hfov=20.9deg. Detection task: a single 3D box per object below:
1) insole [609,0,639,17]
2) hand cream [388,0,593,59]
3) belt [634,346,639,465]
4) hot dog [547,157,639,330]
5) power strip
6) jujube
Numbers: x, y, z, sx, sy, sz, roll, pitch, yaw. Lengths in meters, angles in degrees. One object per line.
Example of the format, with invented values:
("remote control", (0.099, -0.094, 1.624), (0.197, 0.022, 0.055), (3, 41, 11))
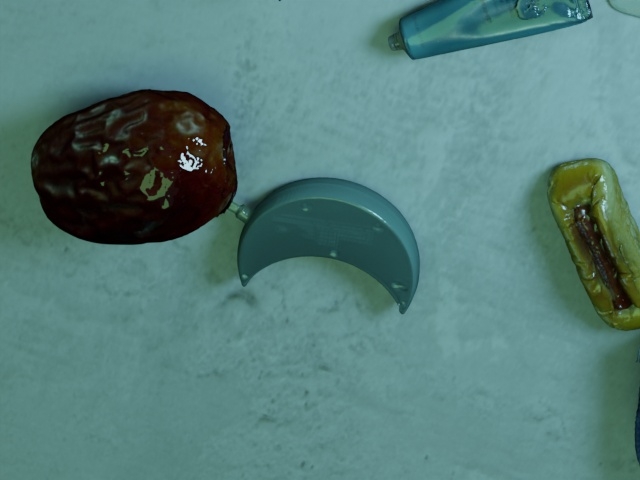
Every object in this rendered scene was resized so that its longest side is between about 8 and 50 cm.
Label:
("insole", (0.407, -0.247, 1.892), (0.197, 0.004, 0.065), (16, 125, 1))
("hand cream", (0.183, -0.248, 1.923), (0.224, 0.048, 0.083), (-16, 116, 16))
("belt", (0.458, 0.196, 2.113), (0.122, 0.128, 0.218), (26, 133, 32))
("hot dog", (0.337, 0.016, 2.043), (0.084, 0.073, 0.242), (-13, 119, 26))
("power strip", (0.000, 0.000, 2.118), (0.253, 0.054, 0.167), (12, 122, 4))
("jujube", (-0.216, -0.084, 2.036), (0.243, 0.183, 0.183), (-8, 121, 16))
